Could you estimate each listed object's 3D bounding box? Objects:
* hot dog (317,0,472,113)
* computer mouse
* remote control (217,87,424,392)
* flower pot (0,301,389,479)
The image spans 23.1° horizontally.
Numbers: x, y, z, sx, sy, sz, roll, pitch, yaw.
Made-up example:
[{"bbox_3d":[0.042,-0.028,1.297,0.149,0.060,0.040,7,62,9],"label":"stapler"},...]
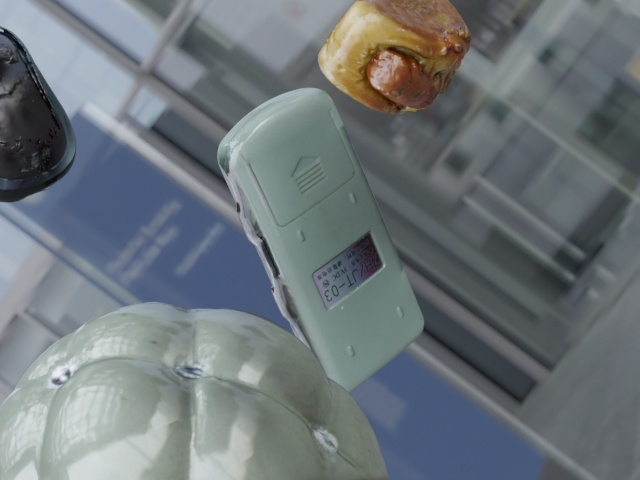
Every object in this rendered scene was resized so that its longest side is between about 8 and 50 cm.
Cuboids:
[{"bbox_3d":[0.113,-0.255,2.095,0.150,0.153,0.256,-51,-6,29],"label":"hot dog"},{"bbox_3d":[-0.343,-0.144,1.587,0.137,0.233,0.096,-26,-27,-35],"label":"computer mouse"},{"bbox_3d":[0.000,0.000,1.537,0.140,0.296,0.056,-37,25,-30],"label":"remote control"},{"bbox_3d":[-0.084,0.154,0.931,0.246,0.195,0.246,-33,-34,-25],"label":"flower pot"}]
